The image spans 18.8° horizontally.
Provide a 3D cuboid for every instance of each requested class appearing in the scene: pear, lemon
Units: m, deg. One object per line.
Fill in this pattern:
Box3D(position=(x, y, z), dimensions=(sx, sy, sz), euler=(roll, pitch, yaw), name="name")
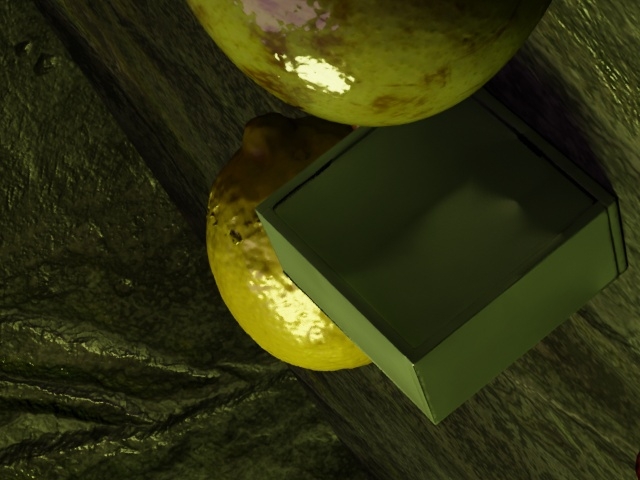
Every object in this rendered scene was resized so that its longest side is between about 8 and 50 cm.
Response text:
Box3D(position=(0.028, -0.211, 1.285), dimensions=(0.283, 0.283, 0.283), euler=(49, 168, 14), name="pear")
Box3D(position=(0.000, 0.000, 2.069), dimensions=(0.245, 0.245, 0.320), euler=(35, 154, 56), name="lemon")

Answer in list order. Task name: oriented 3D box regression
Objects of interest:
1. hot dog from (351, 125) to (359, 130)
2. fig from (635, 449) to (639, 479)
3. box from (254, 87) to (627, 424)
Box3D(position=(0.067, -0.122, 1.904), dimensions=(0.140, 0.060, 0.090), euler=(38, 159, 29), name="hot dog")
Box3D(position=(0.347, 0.204, 1.779), dimensions=(0.089, 0.089, 0.125), euler=(51, 142, 6), name="fig")
Box3D(position=(0.106, 0.000, 1.691), dimensions=(0.225, 0.225, 0.117), euler=(45, 167, 34), name="box")
